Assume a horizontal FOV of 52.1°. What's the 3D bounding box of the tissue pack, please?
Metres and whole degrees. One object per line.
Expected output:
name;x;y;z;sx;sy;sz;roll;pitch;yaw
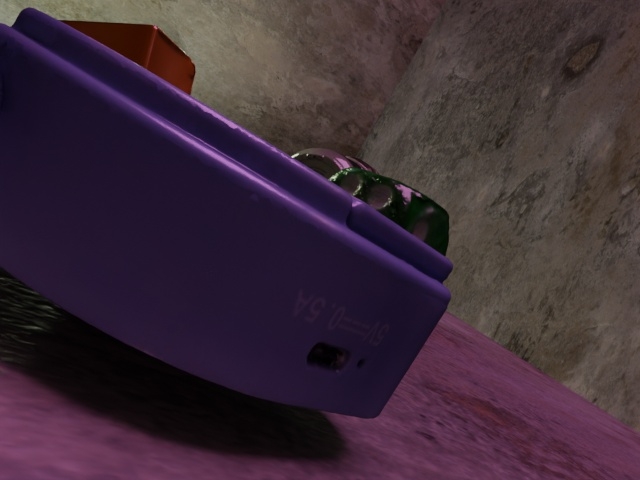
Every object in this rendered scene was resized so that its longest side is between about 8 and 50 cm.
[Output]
tissue pack;-0.378;-0.258;1.119;0.275;0.194;0.145;11;-4;20

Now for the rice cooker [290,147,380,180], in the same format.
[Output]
rice cooker;0.028;-0.111;2.015;0.335;0.335;0.325;32;7;28

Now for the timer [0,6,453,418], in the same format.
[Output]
timer;-0.120;-0.018;0.500;0.395;0.173;0.395;31;3;-2

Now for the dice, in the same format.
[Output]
dice;0.142;-0.004;1.684;0.287;0.297;0.300;30;3;35
